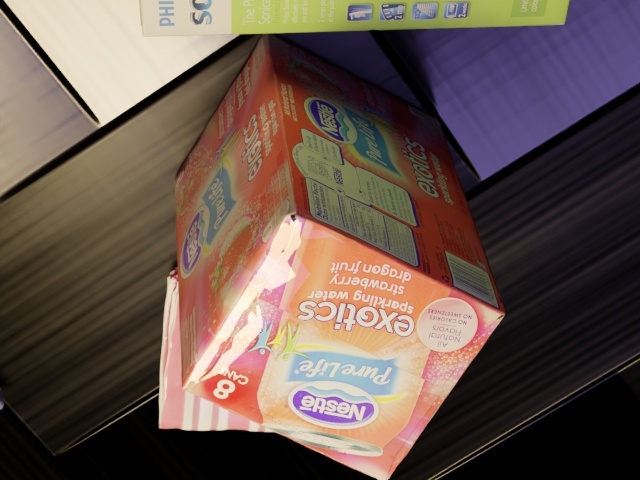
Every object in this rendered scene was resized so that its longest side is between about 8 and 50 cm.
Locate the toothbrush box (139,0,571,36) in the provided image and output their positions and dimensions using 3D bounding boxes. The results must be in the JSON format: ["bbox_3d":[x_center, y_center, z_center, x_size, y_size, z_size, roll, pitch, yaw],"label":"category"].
[{"bbox_3d":[0.023,-0.241,1.192,0.283,0.122,0.206,-3,144,-4],"label":"toothbrush box"}]

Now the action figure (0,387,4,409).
[{"bbox_3d":[-0.349,0.095,1.297,0.330,0.178,0.341,-45,130,6],"label":"action figure"}]

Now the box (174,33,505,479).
[{"bbox_3d":[0.000,0.000,1.253,0.154,0.300,0.142,26,112,-18],"label":"box"}]

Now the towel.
[{"bbox_3d":[-0.022,0.087,1.449,0.197,0.029,0.144,3,118,-7],"label":"towel"}]
